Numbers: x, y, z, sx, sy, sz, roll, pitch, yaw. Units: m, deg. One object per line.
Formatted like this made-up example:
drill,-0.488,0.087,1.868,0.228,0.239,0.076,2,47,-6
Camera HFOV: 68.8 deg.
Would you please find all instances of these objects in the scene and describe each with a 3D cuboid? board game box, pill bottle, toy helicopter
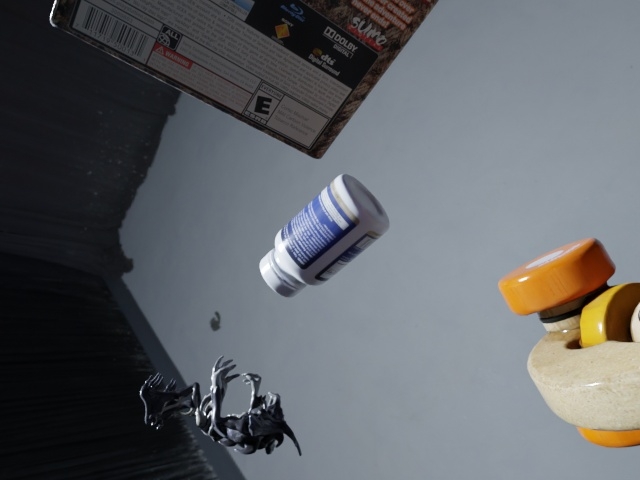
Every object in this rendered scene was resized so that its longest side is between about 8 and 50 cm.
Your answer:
board game box,-0.024,-0.251,0.355,0.291,0.232,0.141,-49,34,29
pill bottle,0.000,0.000,0.618,0.169,0.094,0.094,-41,58,22
toy helicopter,0.298,0.018,0.273,0.355,0.235,0.140,-28,82,9

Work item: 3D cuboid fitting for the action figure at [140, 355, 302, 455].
action figure,-0.155,0.274,0.786,0.276,0.164,0.141,6,58,14
